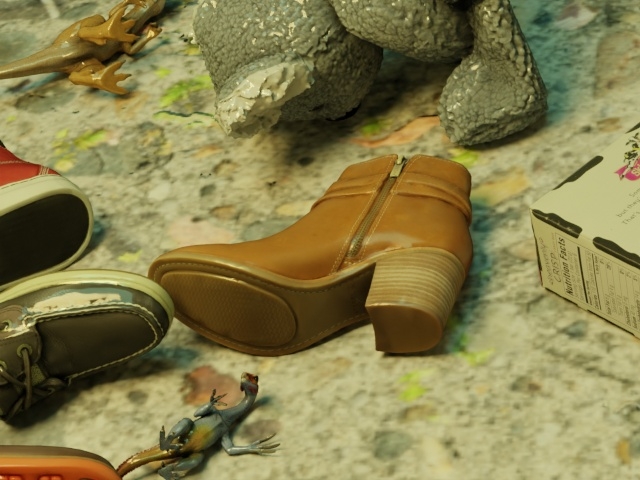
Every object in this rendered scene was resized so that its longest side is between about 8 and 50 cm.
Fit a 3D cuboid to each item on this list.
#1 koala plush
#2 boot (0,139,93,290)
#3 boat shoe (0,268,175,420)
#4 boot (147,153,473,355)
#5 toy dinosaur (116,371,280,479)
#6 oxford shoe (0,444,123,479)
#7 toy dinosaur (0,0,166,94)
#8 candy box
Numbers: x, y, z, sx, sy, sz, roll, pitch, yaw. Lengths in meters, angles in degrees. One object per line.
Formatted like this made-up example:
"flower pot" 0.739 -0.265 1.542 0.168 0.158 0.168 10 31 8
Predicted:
"koala plush" 0.013 -0.159 1.328 0.221 0.203 0.196 -23 37 6
"boot" -0.302 -0.014 1.290 0.244 0.088 0.176 -18 34 -33
"boat shoe" -0.198 0.077 1.175 0.224 0.080 0.073 -11 44 12
"boot" 0.000 0.000 1.214 0.197 0.073 0.152 8 43 7
"toy dinosaur" -0.071 0.107 1.128 0.090 0.047 0.082 -5 19 27
"oxford shoe" -0.237 0.140 1.093 0.271 0.097 0.098 -5 33 11
"toy dinosaur" -0.192 -0.143 1.468 0.211 0.064 0.112 -24 21 -28
"candy box" 0.262 0.007 1.125 0.159 0.071 0.233 -35 44 -25
